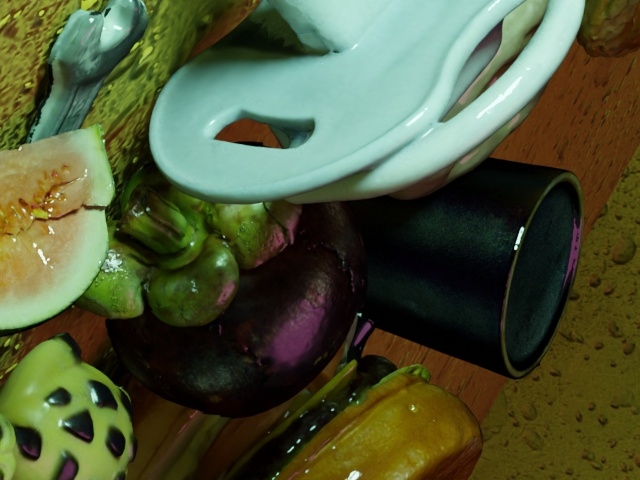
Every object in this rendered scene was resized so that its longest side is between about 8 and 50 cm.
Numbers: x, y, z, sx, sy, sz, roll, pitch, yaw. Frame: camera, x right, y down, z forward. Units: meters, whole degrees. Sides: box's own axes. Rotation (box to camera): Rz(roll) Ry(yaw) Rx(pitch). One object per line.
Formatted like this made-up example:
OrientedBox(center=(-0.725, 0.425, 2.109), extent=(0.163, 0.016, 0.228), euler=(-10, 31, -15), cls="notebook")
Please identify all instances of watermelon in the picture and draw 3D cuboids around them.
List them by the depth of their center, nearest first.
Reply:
OrientedBox(center=(-0.150, 0.013, 0.923), extent=(0.163, 0.069, 0.087), euler=(-29, 150, -46), cls="watermelon")

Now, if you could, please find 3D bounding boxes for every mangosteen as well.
OrientedBox(center=(-0.059, 0.016, 1.143), extent=(0.166, 0.166, 0.180), euler=(-56, 147, -2), cls="mangosteen")

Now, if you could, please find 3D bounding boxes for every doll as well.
OrientedBox(center=(-0.175, 0.106, 1.002), extent=(0.291, 0.086, 0.117), euler=(7, 78, -68), cls="doll")

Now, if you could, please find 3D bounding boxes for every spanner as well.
OrientedBox(center=(-0.165, 0.003, 0.999), extent=(0.071, 0.017, 0.302), euler=(-23, 145, -61), cls="spanner")

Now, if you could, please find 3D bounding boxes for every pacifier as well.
OrientedBox(center=(0.013, -0.145, 1.033), extent=(0.279, 0.227, 0.207), euler=(-51, 126, -27), cls="pacifier")

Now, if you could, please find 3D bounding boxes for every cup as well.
OrientedBox(center=(0.078, 0.030, 1.510), extent=(0.239, 0.177, 0.166), euler=(-56, 151, -37), cls="cup")

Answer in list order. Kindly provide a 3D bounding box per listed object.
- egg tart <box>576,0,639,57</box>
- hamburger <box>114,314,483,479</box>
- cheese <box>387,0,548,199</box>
OrientedBox(center=(0.298, -0.302, 1.761), extent=(0.294, 0.123, 0.294), euler=(-50, 162, -22), cls="egg tart")
OrientedBox(center=(-0.040, 0.159, 1.374), extent=(0.291, 0.225, 0.291), euler=(-45, 163, -18), cls="hamburger")
OrientedBox(center=(0.095, -0.139, 1.399), extent=(0.235, 0.117, 0.218), euler=(-58, 166, 10), cls="cheese")
